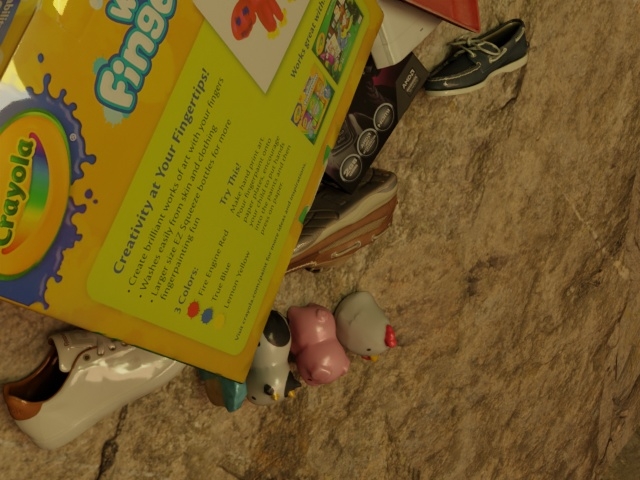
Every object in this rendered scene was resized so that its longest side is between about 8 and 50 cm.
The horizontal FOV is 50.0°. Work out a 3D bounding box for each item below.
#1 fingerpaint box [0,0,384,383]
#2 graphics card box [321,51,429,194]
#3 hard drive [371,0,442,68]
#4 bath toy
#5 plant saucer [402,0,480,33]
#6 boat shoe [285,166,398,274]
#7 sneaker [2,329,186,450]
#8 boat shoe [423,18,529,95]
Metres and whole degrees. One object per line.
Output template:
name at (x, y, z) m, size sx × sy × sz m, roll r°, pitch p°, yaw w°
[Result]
fingerpaint box at (-0.145, -0.136, 0.622) m, size 0.371 × 0.163 × 0.445 m, roll 38°, pitch 68°, yaw -56°
graphics card box at (-0.026, -0.255, 0.949) m, size 0.371 × 0.094 × 0.233 m, roll 38°, pitch 82°, yaw -42°
hard drive at (0.074, -0.410, 0.911) m, size 0.203 × 0.040 × 0.307 m, roll -50°, pitch 125°, yaw -46°
bath toy at (-0.016, 0.178, 1.110) m, size 0.348 × 0.129 × 0.151 m, roll -10°, pitch 113°, yaw -36°
plant saucer at (0.134, -0.421, 0.922) m, size 0.258 × 0.047 × 0.259 m, roll -8°, pitch 91°, yaw -55°
boat shoe at (0.000, 0.000, 1.057) m, size 0.324 × 0.123 × 0.116 m, roll -29°, pitch 125°, yaw -24°
sneaker at (-0.275, 0.149, 0.907) m, size 0.290 × 0.106 × 0.123 m, roll -37°, pitch 129°, yaw -19°
boat shoe at (0.265, -0.308, 1.153) m, size 0.254 × 0.095 × 0.079 m, roll -28°, pitch 125°, yaw -28°
